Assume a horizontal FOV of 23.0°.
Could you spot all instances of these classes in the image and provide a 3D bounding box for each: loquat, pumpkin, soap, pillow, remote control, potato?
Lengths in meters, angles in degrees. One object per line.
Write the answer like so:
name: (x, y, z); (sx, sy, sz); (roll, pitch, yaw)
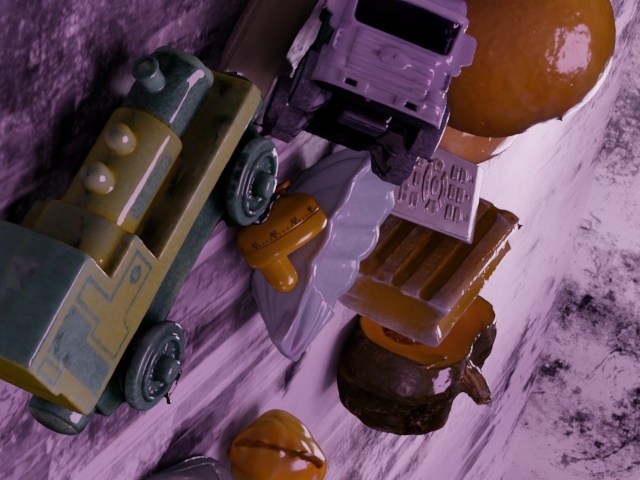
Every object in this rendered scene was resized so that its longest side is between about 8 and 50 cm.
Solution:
loquat: (0.226, -0.271, 1.993); (0.275, 0.275, 0.275); (-54, 157, -35)
pumpkin: (0.168, 0.177, 2.385); (0.317, 0.222, 0.139); (-35, 142, -60)
soap: (0.160, 0.025, 2.265); (0.274, 0.173, 0.089); (-45, 155, -48)
pillow: (-0.052, -0.212, 1.589); (0.119, 0.053, 0.208); (86, 29, -68)
remote control: (0.125, -0.077, 2.128); (0.313, 0.055, 0.109); (18, 80, -51)
potato: (0.214, -0.182, 2.260); (0.234, 0.146, 0.150); (-23, 102, -64)

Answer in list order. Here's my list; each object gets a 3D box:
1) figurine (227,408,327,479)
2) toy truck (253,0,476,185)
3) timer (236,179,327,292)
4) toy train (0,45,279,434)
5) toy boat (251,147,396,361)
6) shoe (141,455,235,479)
figurine: (-0.060, 0.309, 2.080); (0.246, 0.131, 0.156); (101, -2, -69)
toy truck: (0.045, -0.171, 1.618); (0.363, 0.177, 0.178); (176, -66, -83)
timer: (-0.040, -0.001, 1.780); (0.107, 0.109, 0.107); (-32, -173, 4)
toy train: (-0.168, -0.018, 1.368); (0.369, 0.150, 0.237); (-63, 155, -19)
toy boat: (0.000, 0.000, 1.908); (0.290, 0.100, 0.199); (-64, 161, -13)
shoe: (-0.144, 0.323, 1.878); (0.251, 0.100, 0.103); (11, 100, -69)
